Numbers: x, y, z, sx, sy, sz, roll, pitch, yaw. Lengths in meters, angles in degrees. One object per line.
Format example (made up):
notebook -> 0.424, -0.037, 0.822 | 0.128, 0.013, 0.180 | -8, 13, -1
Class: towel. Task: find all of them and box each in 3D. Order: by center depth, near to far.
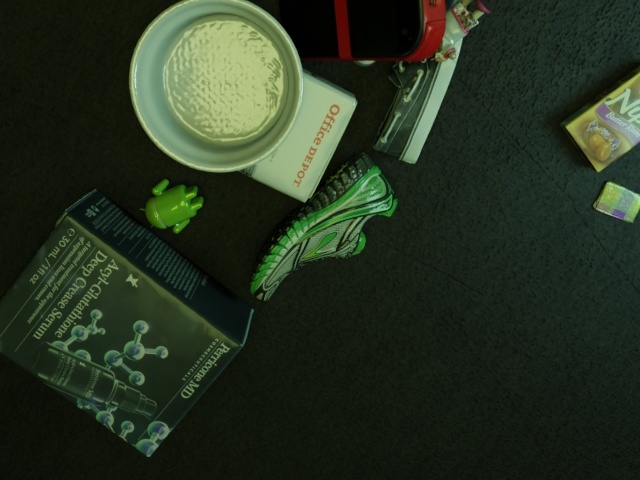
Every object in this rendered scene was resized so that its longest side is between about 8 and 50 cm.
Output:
towel -> 0.569, -0.074, 1.642 | 0.083, 0.009, 0.060 | 21, 104, -5

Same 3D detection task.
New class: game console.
game console -> 0.050, -0.489, 1.414 | 0.341, 0.060, 0.387 | 13, 116, 44

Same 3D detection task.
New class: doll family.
doll family -> 0.172, -0.412, 1.464 | 0.163, 0.118, 0.263 | -38, 79, 25

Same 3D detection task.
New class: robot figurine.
robot figurine -> -0.281, -0.064, 1.632 | 0.115, 0.067, 0.101 | -23, 115, 7

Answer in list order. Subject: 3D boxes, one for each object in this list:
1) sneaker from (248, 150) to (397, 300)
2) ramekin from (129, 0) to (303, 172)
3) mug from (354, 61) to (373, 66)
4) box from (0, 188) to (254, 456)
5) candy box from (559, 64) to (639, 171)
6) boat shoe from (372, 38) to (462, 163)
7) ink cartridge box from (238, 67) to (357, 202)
sneaker -> 0.000, 0.000, 1.610 | 0.343, 0.134, 0.146 | -42, 101, 11
ramekin -> -0.162, -0.260, 1.416 | 0.277, 0.135, 0.277 | 0, 105, 2
mug -> 0.088, -0.348, 1.550 | 0.078, 0.064, 0.062 | -36, 101, 10
box -> -0.374, 0.150, 1.618 | 0.395, 0.212, 0.293 | 38, 102, -9
candy box -> 0.550, -0.226, 1.580 | 0.186, 0.053, 0.109 | -37, 100, 9
boat shoe -> 0.173, -0.291, 1.548 | 0.102, 0.108, 0.301 | 18, 112, -5
ink cartridge box -> -0.105, -0.228, 1.556 | 0.289, 0.121, 0.211 | 26, 103, -5
